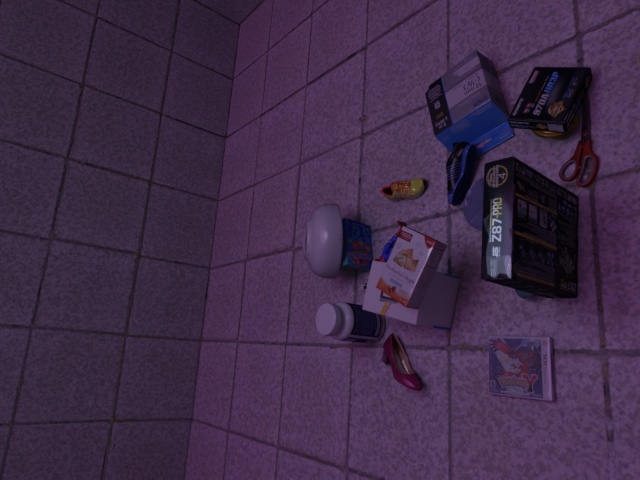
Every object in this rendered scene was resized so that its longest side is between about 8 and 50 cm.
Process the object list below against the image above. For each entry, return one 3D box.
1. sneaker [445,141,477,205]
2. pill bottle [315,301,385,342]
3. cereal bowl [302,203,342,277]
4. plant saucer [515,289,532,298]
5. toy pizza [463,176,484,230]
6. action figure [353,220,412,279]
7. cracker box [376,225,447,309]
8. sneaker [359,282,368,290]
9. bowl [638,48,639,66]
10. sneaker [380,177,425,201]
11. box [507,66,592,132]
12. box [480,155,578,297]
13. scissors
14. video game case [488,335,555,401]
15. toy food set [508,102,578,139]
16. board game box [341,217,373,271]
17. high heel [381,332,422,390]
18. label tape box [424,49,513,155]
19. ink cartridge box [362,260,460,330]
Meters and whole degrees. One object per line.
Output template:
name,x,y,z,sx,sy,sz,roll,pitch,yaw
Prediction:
sneaker,0.503,-0.248,1.728,0.090,0.082,0.232,32,113,51
pill bottle,0.119,0.330,1.888,0.153,0.265,0.153,-21,62,47
cereal bowl,0.000,0.000,2.067,0.339,0.141,0.338,-177,90,-81
plant saucer,0.646,0.123,1.457,0.119,0.021,0.119,-172,90,-77
toy pizza,0.588,-0.130,1.634,0.201,0.032,0.201,-23,60,48
action figure,0.250,0.049,1.929,0.280,0.139,0.091,-63,37,20
cracker box,0.294,0.087,1.537,0.156,0.067,0.232,32,101,52
sneaker,0.203,0.201,2.008,0.109,0.044,0.040,2,82,54
bowl,0.955,-0.498,1.247,0.170,0.080,0.170,-22,62,48
sneaker,0.336,-0.211,1.933,0.209,0.094,0.081,-18,63,46
box,0.720,-0.445,1.474,0.175,0.051,0.220,20,74,42
box,0.590,-0.019,1.296,0.097,0.395,0.318,-9,72,49
scissors,0.812,-0.307,1.422,0.109,0.021,0.297,21,94,55
video game case,0.611,0.387,1.440,0.201,0.023,0.183,-13,68,50
toy food set,0.731,-0.392,1.518,0.128,0.071,0.217,-35,47,10
board game box,0.154,0.021,2.034,0.047,0.160,0.210,-23,61,45
high heel,0.312,0.453,1.755,0.244,0.082,0.117,-135,55,-63
label tape box,0.542,-0.484,1.746,0.249,0.115,0.347,-30,54,43
ink cartridge box,0.328,0.197,1.720,0.270,0.198,0.197,7,84,53
